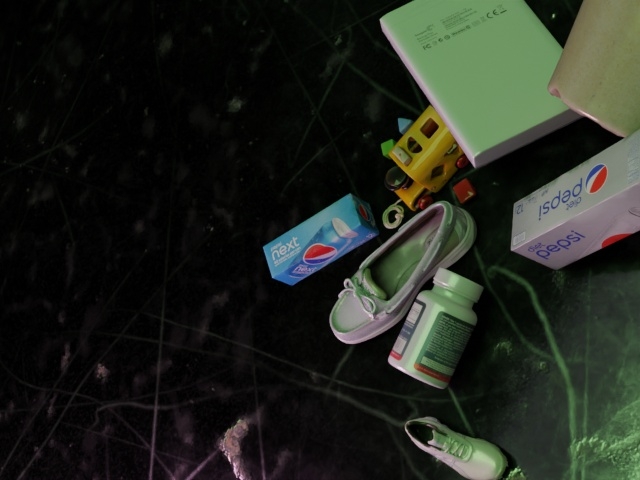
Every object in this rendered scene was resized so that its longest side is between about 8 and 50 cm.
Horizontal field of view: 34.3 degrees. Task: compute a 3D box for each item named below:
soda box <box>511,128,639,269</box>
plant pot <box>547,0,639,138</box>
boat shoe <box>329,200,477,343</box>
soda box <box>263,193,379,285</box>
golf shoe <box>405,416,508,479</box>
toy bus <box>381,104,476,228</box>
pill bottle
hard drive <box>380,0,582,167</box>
[{"bbox_3d":[0.411,-0.054,1.541,0.286,0.098,0.091,-35,39,53],"label":"soda box"},{"bbox_3d":[0.504,-0.303,1.526,0.334,0.334,0.305,42,112,37],"label":"plant pot"},{"bbox_3d":[0.125,0.053,1.787,0.320,0.103,0.118,-41,56,18],"label":"boat shoe"},{"bbox_3d":[0.000,0.000,1.918,0.210,0.067,0.071,-31,59,25],"label":"soda box"},{"bbox_3d":[0.209,0.332,1.649,0.176,0.086,0.069,18,84,37],"label":"golf shoe"},{"bbox_3d":[0.170,-0.138,1.817,0.191,0.104,0.202,-7,71,34],"label":"toy bus"},{"bbox_3d":[0.195,0.142,1.706,0.108,0.108,0.180,26,91,38],"label":"pill bottle"},{"bbox_3d":[0.282,-0.306,1.774,0.233,0.047,0.353,-26,57,-3],"label":"hard drive"}]
